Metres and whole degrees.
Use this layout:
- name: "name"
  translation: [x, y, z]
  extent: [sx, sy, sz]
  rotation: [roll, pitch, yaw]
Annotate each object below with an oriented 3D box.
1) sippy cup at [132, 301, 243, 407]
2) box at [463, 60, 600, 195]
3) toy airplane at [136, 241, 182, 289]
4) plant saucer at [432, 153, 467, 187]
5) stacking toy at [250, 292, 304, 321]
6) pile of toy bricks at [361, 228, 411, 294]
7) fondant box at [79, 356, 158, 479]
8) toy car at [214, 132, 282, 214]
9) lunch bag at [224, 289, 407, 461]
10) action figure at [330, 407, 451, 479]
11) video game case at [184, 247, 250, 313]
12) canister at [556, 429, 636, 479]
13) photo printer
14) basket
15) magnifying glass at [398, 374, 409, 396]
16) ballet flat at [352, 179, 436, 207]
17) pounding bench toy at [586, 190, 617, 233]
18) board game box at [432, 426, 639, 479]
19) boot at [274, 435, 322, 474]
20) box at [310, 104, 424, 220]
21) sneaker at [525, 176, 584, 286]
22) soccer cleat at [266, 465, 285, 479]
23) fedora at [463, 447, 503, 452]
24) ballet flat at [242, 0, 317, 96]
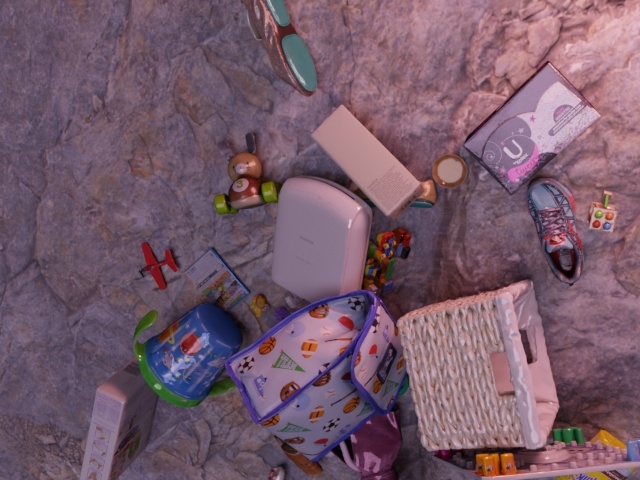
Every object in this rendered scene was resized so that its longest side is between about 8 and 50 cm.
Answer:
- name: "sippy cup"
  translation: [-0.342, 0.300, 1.863]
  extent: [0.224, 0.305, 0.240]
  rotation: [-44, 65, 17]
- name: "box"
  translation: [0.460, -0.246, 1.483]
  extent: [0.163, 0.142, 0.247]
  rotation: [46, 114, 0]
- name: "toy airplane"
  translation: [-0.461, 0.072, 1.932]
  extent: [0.151, 0.028, 0.151]
  rotation: [5, 107, 17]
- name: "plant saucer"
  translation: [0.311, -0.168, 1.623]
  extent: [0.083, 0.015, 0.084]
  rotation: [5, 108, 16]
- name: "stacking toy"
  translation: [-0.077, 0.234, 1.830]
  extent: [0.167, 0.052, 0.221]
  rotation: [-17, 109, 45]
- name: "pile of toy bricks"
  translation: [0.142, 0.042, 1.707]
  extent: [0.105, 0.118, 0.212]
  rotation: [41, 135, 32]
- name: "fondant box"
  translation: [-0.583, 0.532, 1.998]
  extent: [0.096, 0.238, 0.330]
  rotation: [20, 111, 10]
- name: "toy car"
  translation: [-0.196, -0.174, 1.721]
  extent: [0.155, 0.149, 0.189]
  rotation: [-14, 90, 9]
- name: "lunch bag"
  translation: [0.030, 0.315, 1.627]
  extent: [0.385, 0.328, 0.239]
  rotation: [-37, 51, -2]
- name: "action figure"
  translation: [0.156, 0.618, 1.766]
  extent: [0.248, 0.275, 0.370]
  rotation: [-37, 64, 44]
- name: "video game case"
  translation: [-0.290, 0.117, 1.900]
  extent: [0.119, 0.015, 0.166]
  rotation: [-39, 92, 23]
- name: "canister"
  translation: [0.699, 0.574, 1.701]
  extent: [0.126, 0.073, 0.170]
  rotation: [36, 112, 4]
- name: "photo printer"
  translation: [0.000, 0.000, 1.675]
  extent: [0.256, 0.107, 0.308]
  rotation: [26, 120, 34]
- name: "basket"
  translation: [0.372, 0.281, 1.550]
  extent: [0.266, 0.331, 0.329]
  rotation: [-13, 86, 26]
- name: "magnifying glass"
  translation: [0.163, 0.318, 1.818]
  extent: [0.092, 0.026, 0.231]
  rotation: [-24, 100, 22]
- name: "ballet flat"
  translation: [0.170, -0.118, 1.663]
  extent: [0.232, 0.080, 0.073]
  rotation: [1, 79, 14]
- name: "pounding bench toy"
  translation: [0.639, -0.066, 1.524]
  extent: [0.052, 0.065, 0.083]
  rotation: [11, 109, 14]
- name: "board game box"
  translation: [0.487, 0.474, 1.524]
  extent: [0.389, 0.390, 0.050]
  rotation: [-4, 79, -7]
- name: "boot"
  translation: [-0.046, 0.605, 1.902]
  extent: [0.073, 0.197, 0.152]
  rotation: [-41, 100, -15]
- name: "box"
  translation: [0.110, -0.182, 1.593]
  extent: [0.113, 0.094, 0.275]
  rotation: [-43, 75, 7]
- name: "sneaker"
  translation: [0.544, -0.020, 1.535]
  extent: [0.104, 0.125, 0.262]
  rotation: [-21, 100, 21]
- name: "soccer cleat"
  translation: [-0.135, 0.756, 2.028]
  extent: [0.076, 0.068, 0.196]
  rotation: [21, 114, -6]
- name: "fedora"
  translation: [0.384, 0.505, 1.774]
  extent: [0.194, 0.079, 0.194]
  rotation: [6, 108, 19]
- name: "ballet flat"
  translation: [-0.106, -0.483, 1.623]
  extent: [0.106, 0.107, 0.316]
  rotation: [-17, 96, 42]
